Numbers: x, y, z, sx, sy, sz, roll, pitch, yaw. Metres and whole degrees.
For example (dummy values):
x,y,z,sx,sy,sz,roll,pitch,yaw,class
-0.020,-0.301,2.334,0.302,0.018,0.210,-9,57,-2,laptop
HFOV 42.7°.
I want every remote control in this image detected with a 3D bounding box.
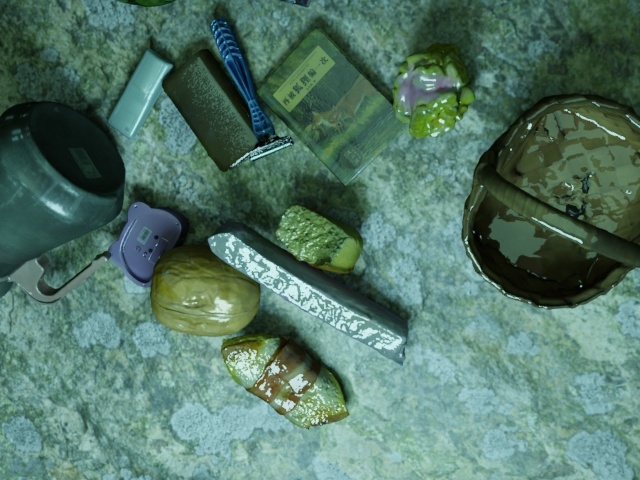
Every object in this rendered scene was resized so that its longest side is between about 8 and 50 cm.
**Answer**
x,y,z,sx,sy,sz,roll,pitch,yaw,class
-0.325,-0.261,1.465,0.061,0.029,0.162,35,107,6,remote control

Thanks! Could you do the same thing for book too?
x,y,z,sx,sy,sz,roll,pitch,yaw,class
0.020,-0.227,1.395,0.160,0.024,0.228,-43,90,19,book

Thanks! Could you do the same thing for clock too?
x,y,z,sx,sy,sz,roll,pitch,yaw,class
-0.314,0.001,1.502,0.110,0.050,0.152,32,106,5,clock

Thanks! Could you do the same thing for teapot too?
x,y,z,sx,sy,sz,roll,pitch,yaw,class
-0.515,-0.046,1.454,0.344,0.253,0.300,-36,105,24,teapot

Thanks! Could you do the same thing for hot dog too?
x,y,z,sx,sy,sz,roll,pitch,yaw,class
-0.067,0.242,1.472,0.261,0.093,0.123,42,98,-13,hot dog

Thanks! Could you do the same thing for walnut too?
x,y,z,sx,sy,sz,roll,pitch,yaw,class
-0.201,0.088,1.438,0.197,0.165,0.165,0,101,5,walnut

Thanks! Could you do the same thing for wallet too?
x,y,z,sx,sy,sz,roll,pitch,yaw,class
-0.184,-0.225,1.438,0.110,0.031,0.198,-35,92,17,wallet

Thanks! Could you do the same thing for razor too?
x,y,z,sx,sy,sz,roll,pitch,yaw,class
-0.129,-0.262,1.400,0.082,0.042,0.253,-24,87,6,razor

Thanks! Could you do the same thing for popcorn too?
x,y,z,sx,sy,sz,roll,pitch,yaw,class
0.177,-0.237,1.307,0.126,0.126,0.145,10,131,25,popcorn

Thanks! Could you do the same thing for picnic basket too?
x,y,z,sx,sy,sz,roll,pitch,yaw,class
0.361,-0.046,1.199,0.293,0.337,0.337,27,105,7,picnic basket

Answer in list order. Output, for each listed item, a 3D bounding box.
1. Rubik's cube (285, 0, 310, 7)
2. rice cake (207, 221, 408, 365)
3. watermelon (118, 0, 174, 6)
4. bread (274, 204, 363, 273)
x,y,z,sx,sy,sz,roll,pitch,yaw,class
-0.060,-0.439,1.335,0.092,0.092,0.092,17,104,9,Rubik's cube
-0.011,0.083,1.402,0.399,0.070,0.064,31,115,-8,rice cake
-0.326,-0.557,1.334,0.331,0.189,0.330,4,107,11,watermelon
0.007,0.002,1.390,0.156,0.125,0.086,30,100,33,bread
